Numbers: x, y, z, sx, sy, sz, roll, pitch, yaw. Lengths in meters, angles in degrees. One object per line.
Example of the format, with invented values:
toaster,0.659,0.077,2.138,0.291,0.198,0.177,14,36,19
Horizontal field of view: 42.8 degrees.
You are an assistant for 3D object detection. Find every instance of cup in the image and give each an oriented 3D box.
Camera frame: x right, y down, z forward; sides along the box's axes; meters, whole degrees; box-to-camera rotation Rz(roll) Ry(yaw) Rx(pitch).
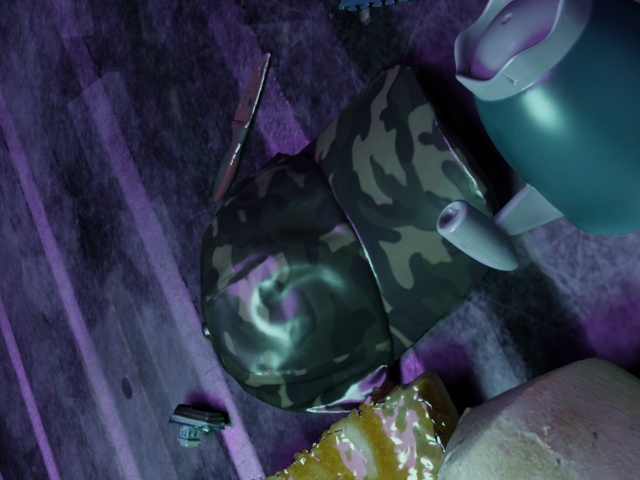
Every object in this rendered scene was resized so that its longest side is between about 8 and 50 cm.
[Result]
cup,0.195,-0.114,0.620,0.299,0.173,0.167,-52,25,7

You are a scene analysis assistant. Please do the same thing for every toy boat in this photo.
toy boat,-0.202,0.297,1.301,0.140,0.059,0.066,-4,77,52

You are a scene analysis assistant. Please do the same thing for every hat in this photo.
hat,0.000,0.000,0.910,0.366,0.257,0.381,60,155,21

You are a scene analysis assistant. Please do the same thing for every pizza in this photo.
pizza,0.076,0.400,0.928,0.435,0.080,0.391,-45,68,38

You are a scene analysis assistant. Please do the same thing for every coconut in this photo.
coconut,0.209,0.228,0.671,0.247,0.245,0.244,36,123,45

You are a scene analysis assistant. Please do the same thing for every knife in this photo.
knife,-0.112,-0.156,1.147,0.035,0.018,0.247,49,128,36

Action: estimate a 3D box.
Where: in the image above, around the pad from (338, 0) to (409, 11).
pad,0.103,-0.386,0.847,0.270,0.012,0.268,11,105,49
